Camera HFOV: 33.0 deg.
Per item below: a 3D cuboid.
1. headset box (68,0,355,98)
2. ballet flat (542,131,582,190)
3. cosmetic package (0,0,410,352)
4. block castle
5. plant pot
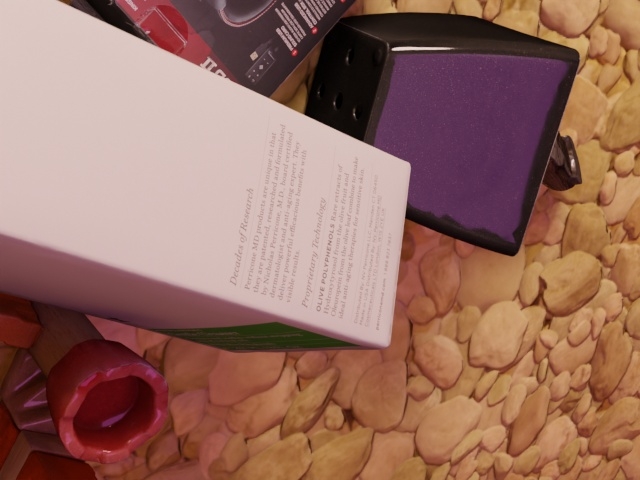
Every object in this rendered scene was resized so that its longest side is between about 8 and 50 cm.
[{"bbox_3d":[-0.075,-0.242,0.817,0.293,0.110,0.218,-50,132,-7],"label":"headset box"},{"bbox_3d":[0.217,-0.099,1.103,0.250,0.058,0.084,23,57,-65],"label":"ballet flat"},{"bbox_3d":[-0.133,-0.031,0.755,0.366,0.197,0.155,18,73,-38],"label":"cosmetic package"},{"bbox_3d":[-0.327,0.241,0.773,0.303,0.213,0.453,19,103,-42],"label":"block castle"},{"bbox_3d":[0.087,-0.112,0.968,0.167,0.188,0.187,8,107,-26],"label":"plant pot"}]
